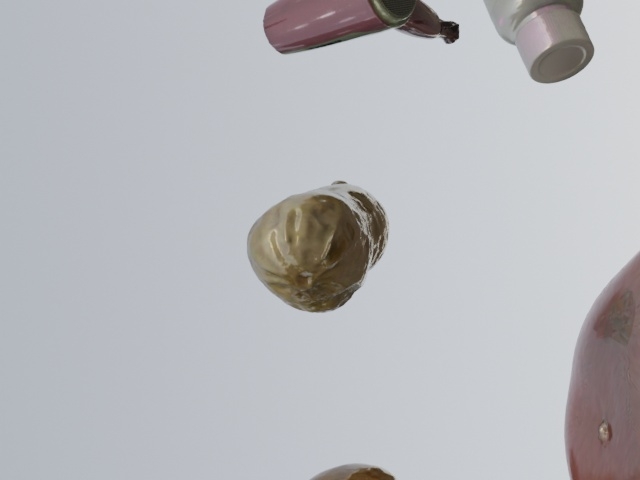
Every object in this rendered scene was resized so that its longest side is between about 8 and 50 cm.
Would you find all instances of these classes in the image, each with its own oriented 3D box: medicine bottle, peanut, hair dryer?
[{"bbox_3d":[0.195,-0.277,1.607,0.095,0.095,0.260,33,-146,-57],"label":"medicine bottle"},{"bbox_3d":[0.000,0.000,1.236,0.214,0.099,0.099,-51,-49,-75],"label":"peanut"},{"bbox_3d":[0.047,-0.154,1.133,0.154,0.106,0.054,7,-107,-46],"label":"hair dryer"}]

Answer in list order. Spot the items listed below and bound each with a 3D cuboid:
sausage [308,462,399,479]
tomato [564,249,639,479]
[{"bbox_3d":[0.018,0.382,1.515,0.136,0.123,0.501,-31,-34,-35],"label":"sausage"},{"bbox_3d":[0.311,0.129,1.060,0.273,0.341,0.341,9,-108,-18],"label":"tomato"}]
